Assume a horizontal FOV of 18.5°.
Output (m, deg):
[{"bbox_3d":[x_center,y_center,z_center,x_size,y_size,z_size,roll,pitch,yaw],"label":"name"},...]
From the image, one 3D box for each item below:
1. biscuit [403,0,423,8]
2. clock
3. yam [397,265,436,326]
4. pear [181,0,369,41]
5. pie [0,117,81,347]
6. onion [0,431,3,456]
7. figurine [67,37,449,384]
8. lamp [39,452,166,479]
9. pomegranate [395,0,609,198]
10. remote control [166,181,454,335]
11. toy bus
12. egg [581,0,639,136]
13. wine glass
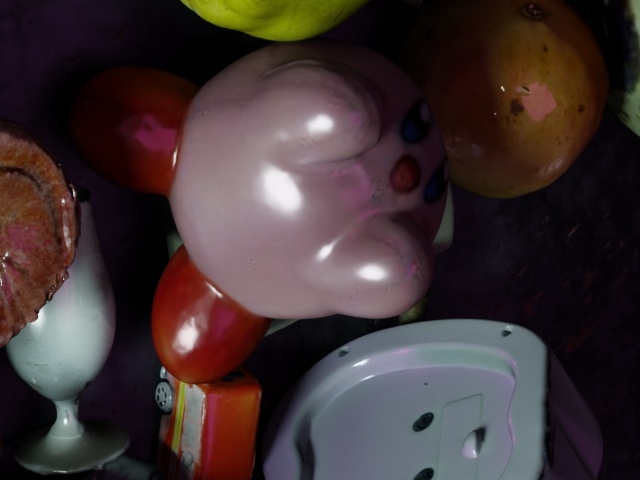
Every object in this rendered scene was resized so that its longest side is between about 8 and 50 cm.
[{"bbox_3d":[0.079,-0.355,1.626,0.038,0.099,0.322,3,109,1],"label":"biscuit"},{"bbox_3d":[0.072,0.209,1.655,0.338,0.338,0.102,-43,122,-16],"label":"clock"},{"bbox_3d":[0.080,0.066,1.788,0.027,0.033,0.129,-64,168,-48],"label":"yam"},{"bbox_3d":[-0.016,-0.270,1.503,0.269,0.212,0.212,-44,127,-32],"label":"pear"},{"bbox_3d":[-0.254,-0.002,1.392,0.182,0.049,0.182,-17,119,-32],"label":"pie"},{"bbox_3d":[-0.323,0.143,1.494,0.198,0.135,0.173,26,78,-74],"label":"onion"},{"bbox_3d":[-0.020,-0.053,1.566,0.211,0.261,0.270,-47,120,-55],"label":"figurine"},{"bbox_3d":[-0.227,0.343,1.523,0.374,0.205,0.272,-52,160,-65],"label":"lamp"},{"bbox_3d":[0.153,-0.129,1.689,0.191,0.191,0.191,-12,113,-32],"label":"pomegranate"},{"bbox_3d":[0.000,0.000,1.716,0.285,0.038,0.123,-22,117,-28],"label":"remote control"},{"bbox_3d":[-0.099,0.189,1.686,0.079,0.077,0.174,-2,106,-35],"label":"toy bus"},{"bbox_3d":[0.406,-0.223,1.770,0.379,0.287,0.288,-32,122,-21],"label":"egg"},{"bbox_3d":[-0.209,0.069,1.555,0.103,0.103,0.222,-16,112,-31],"label":"wine glass"}]
